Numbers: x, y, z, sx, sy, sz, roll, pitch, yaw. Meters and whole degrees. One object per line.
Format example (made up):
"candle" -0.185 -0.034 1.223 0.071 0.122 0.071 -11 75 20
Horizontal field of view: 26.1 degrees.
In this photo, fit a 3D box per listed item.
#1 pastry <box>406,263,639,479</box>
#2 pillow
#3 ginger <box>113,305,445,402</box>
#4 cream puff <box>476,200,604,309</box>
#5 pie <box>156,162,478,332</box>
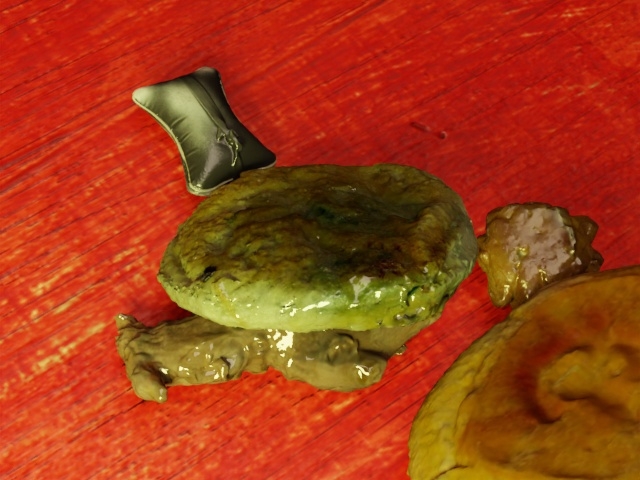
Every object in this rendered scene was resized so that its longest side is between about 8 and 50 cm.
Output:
"pastry" 0.226 0.164 1.067 0.356 0.164 0.356 -24 30 15
"pillow" -0.109 -0.104 1.302 0.091 0.055 0.136 -34 67 -4
"ginger" -0.029 0.084 1.196 0.290 0.084 0.122 -8 29 -14
"cream puff" 0.198 0.016 1.263 0.116 0.094 0.122 40 85 18
"pie" 0.000 0.000 1.180 0.277 0.078 0.277 0 25 0
